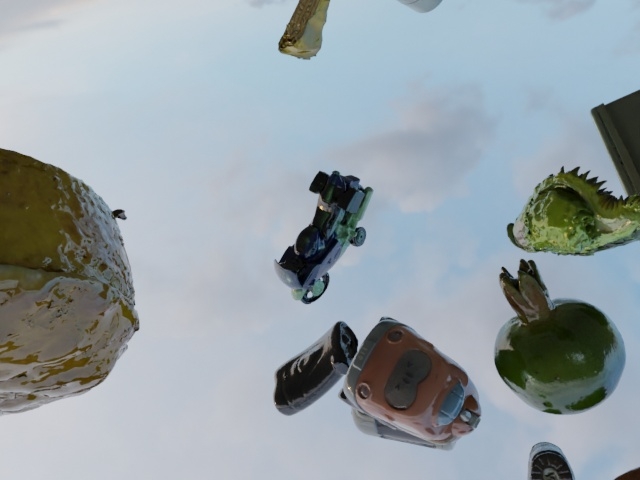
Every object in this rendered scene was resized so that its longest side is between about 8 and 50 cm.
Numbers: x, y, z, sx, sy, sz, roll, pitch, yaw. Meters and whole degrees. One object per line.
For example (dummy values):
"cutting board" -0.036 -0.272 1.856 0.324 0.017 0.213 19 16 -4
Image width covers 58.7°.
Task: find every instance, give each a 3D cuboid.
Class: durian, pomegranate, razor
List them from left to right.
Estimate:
"razor" -0.016 0.411 1.812 0.349 0.113 0.204 -42 -157 27
"pomegranate" 0.437 0.180 1.083 0.236 0.301 0.236 -25 -167 6
"durian" 0.389 -0.038 0.885 0.132 0.107 0.375 -65 -168 -11

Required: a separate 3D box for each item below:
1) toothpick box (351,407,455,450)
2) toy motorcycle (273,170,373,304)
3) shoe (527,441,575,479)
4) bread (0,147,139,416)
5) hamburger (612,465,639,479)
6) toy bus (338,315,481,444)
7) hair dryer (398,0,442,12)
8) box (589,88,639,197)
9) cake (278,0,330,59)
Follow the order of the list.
"toothpick box" 0.225 0.445 1.585 0.317 0.228 0.229 3 -141 22
"toy motorcycle" 0.000 0.000 1.315 0.125 0.331 0.196 31 -166 33
"shoe" 0.506 0.576 1.222 0.109 0.292 0.149 -5 -179 21
"bread" -0.390 0.066 0.578 0.399 0.398 0.215 -12 -115 5
"hamburger" 0.678 0.578 1.058 0.291 0.225 0.291 -18 -159 7
"toy bus" 0.192 0.295 1.118 0.232 0.288 0.194 24 -103 42
"hair dryer" 0.187 -0.706 1.266 0.108 0.356 0.173 -7 175 39
"box" 0.779 -0.182 1.128 0.344 0.177 0.351 -25 -128 29
"cake" -0.009 -0.479 1.256 0.116 0.184 0.080 12 -158 -50
